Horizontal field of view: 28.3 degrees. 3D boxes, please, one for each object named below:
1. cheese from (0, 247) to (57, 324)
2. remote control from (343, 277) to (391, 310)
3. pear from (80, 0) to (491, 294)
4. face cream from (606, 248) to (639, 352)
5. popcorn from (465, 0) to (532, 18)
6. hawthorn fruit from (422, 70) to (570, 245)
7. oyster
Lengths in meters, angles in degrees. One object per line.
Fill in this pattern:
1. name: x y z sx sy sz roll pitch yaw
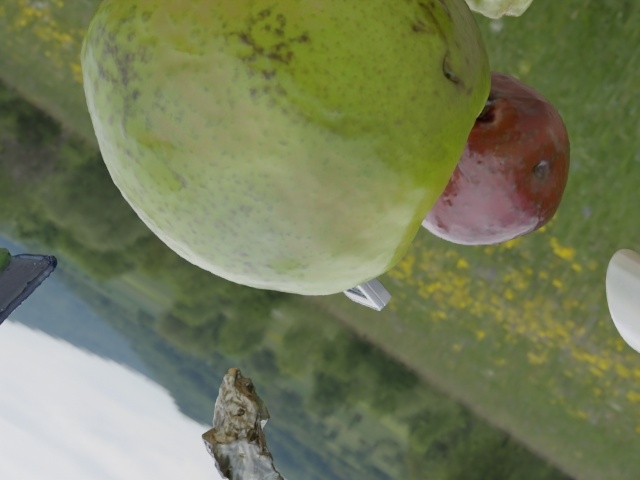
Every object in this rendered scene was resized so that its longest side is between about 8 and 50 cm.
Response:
1. cheese: -0.344 0.034 1.028 0.321 0.204 0.083 1 129 38
2. remote control: 0.000 0.000 1.765 0.250 0.034 0.103 48 166 -27
3. pear: -0.041 -0.144 1.207 0.391 0.391 0.391 32 175 3
4. face cream: 0.486 0.144 1.478 0.348 0.081 0.173 35 159 40
5. popcorn: 0.202 -0.391 1.567 0.226 0.276 0.276 -8 153 30
6. hawthorn fruit: 0.243 -0.131 1.920 0.275 0.275 0.299 30 156 30
7. oyster: -0.117 0.364 2.084 0.166 0.110 0.341 -111 1 -55
